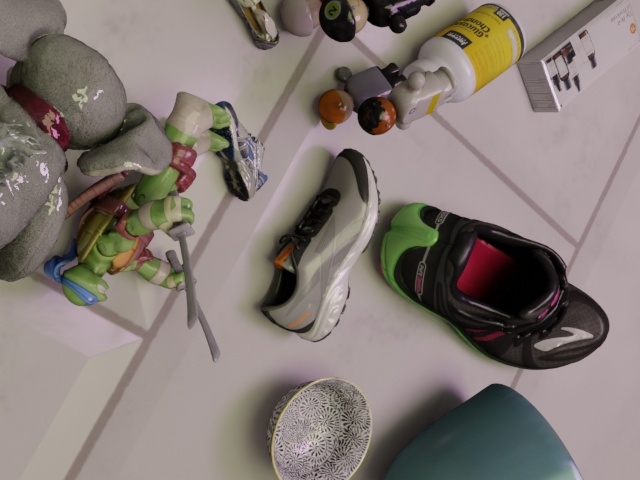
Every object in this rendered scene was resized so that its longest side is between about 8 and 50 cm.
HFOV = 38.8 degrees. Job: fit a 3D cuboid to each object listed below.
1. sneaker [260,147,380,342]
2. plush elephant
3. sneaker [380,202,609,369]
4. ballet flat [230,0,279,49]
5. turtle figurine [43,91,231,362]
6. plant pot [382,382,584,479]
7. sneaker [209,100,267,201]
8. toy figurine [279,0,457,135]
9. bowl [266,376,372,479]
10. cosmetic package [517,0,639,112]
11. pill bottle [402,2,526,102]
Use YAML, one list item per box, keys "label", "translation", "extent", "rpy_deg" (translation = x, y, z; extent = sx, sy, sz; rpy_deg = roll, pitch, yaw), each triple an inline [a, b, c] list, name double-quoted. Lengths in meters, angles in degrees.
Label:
- label: "sneaker"
  translation: [0.000, 0.000, 1.243]
  extent: [0.108, 0.100, 0.272]
  rpy_deg: [21, 86, -31]
- label: "plush elephant"
  translation: [-0.312, -0.114, 0.917]
  extent: [0.255, 0.330, 0.272]
  rpy_deg: [-47, 115, -41]
- label: "sneaker"
  translation: [0.301, 0.097, 1.404]
  extent: [0.482, 0.202, 0.185]
  rpy_deg: [24, 85, -35]
- label: "ballet flat"
  translation: [-0.084, -0.298, 1.168]
  extent: [0.041, 0.041, 0.114]
  rpy_deg: [-43, 119, -22]
- label: "turtle figurine"
  translation: [-0.159, -0.015, 1.060]
  extent: [0.266, 0.274, 0.198]
  rpy_deg: [-66, 150, -16]
- label: "plant pot"
  translation: [0.231, 0.399, 1.365]
  extent: [0.235, 0.293, 0.293]
  rpy_deg: [-24, 111, -16]
- label: "sneaker"
  translation: [-0.105, -0.122, 1.183]
  extent: [0.058, 0.052, 0.135]
  rpy_deg: [-37, 125, -36]
- label: "toy figurine"
  translation: [0.057, -0.242, 1.175]
  extent: [0.148, 0.213, 0.210]
  rpy_deg: [-25, 115, -18]
- label: "bowl"
  translation: [-0.016, 0.266, 1.283]
  extent: [0.170, 0.080, 0.170]
  rpy_deg: [-7, 102, -34]
- label: "cosmetic package"
  translation: [0.438, -0.316, 1.520]
  extent: [0.239, 0.060, 0.099]
  rpy_deg: [-39, 118, -24]
- label: "pill bottle"
  translation: [0.210, -0.268, 1.340]
  extent: [0.184, 0.103, 0.103]
  rpy_deg: [-37, 117, -26]
